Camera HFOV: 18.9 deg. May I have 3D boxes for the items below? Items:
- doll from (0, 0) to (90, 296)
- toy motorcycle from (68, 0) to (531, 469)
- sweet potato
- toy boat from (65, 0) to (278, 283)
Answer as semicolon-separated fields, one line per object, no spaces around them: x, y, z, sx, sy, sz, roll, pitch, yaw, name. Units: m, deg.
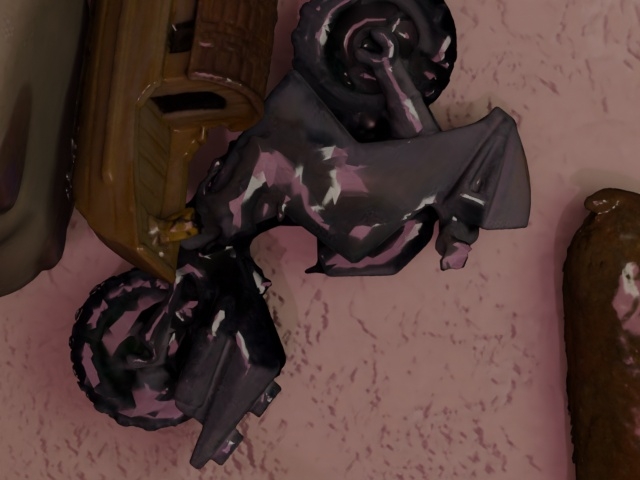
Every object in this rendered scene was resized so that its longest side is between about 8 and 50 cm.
-0.272;-0.066;0.909;0.370;0.215;0.226;-11;87;4;doll
0.000;0.000;0.960;0.159;0.106;0.270;36;95;3;toy motorcycle
0.156;0.107;0.986;0.075;0.075;0.273;3;103;3;sweet potato
-0.065;-0.089;0.911;0.088;0.068;0.226;-6;62;22;toy boat
